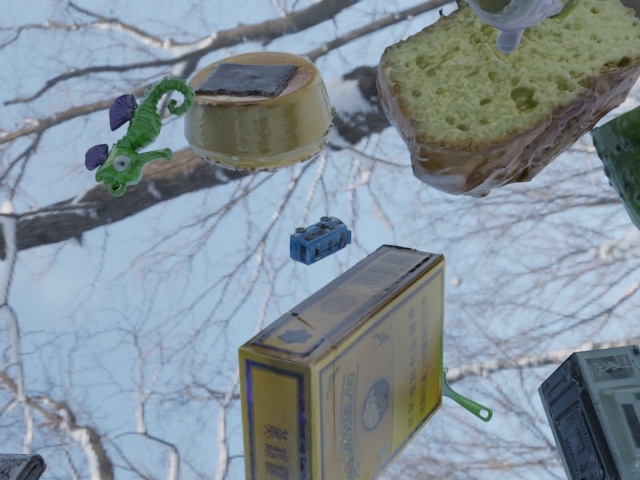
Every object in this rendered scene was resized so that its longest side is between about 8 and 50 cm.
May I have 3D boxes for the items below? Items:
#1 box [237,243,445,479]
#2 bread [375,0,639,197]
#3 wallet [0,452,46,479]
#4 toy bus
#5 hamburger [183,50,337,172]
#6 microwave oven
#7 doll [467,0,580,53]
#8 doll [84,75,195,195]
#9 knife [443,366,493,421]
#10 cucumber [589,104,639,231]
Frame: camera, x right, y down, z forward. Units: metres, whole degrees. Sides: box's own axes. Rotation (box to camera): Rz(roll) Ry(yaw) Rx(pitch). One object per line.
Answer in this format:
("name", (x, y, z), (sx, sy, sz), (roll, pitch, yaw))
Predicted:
("box", (0.034, 0.143, 0.966), (0.301, 0.084, 0.193), (-32, -55, -55))
("bread", (0.208, -0.169, 1.103), (0.340, 0.179, 0.194), (-31, -107, -19))
("wallet", (-0.459, 0.337, 1.269), (0.042, 0.230, 0.124), (52, -129, -26))
("toy bus", (0.000, 0.000, 1.249), (0.083, 0.046, 0.038), (-25, -53, -39))
("hamburger", (-0.113, -0.233, 1.780), (0.300, 0.300, 0.176), (-43, -41, -44))
("microwave oven", (0.430, 0.282, 1.425), (0.122, 0.162, 0.208), (-5, -120, -16))
("doll", (0.192, -0.238, 0.879), (0.207, 0.081, 0.129), (-20, -57, -57))
("doll", (-0.234, -0.142, 1.253), (0.050, 0.115, 0.190), (72, -142, -64))
("knife", (0.296, 0.331, 2.000), (0.166, 0.022, 0.078), (32, -96, -19))
("cucumber", (0.493, -0.076, 1.380), (0.134, 0.134, 0.244), (3, -112, -48))
